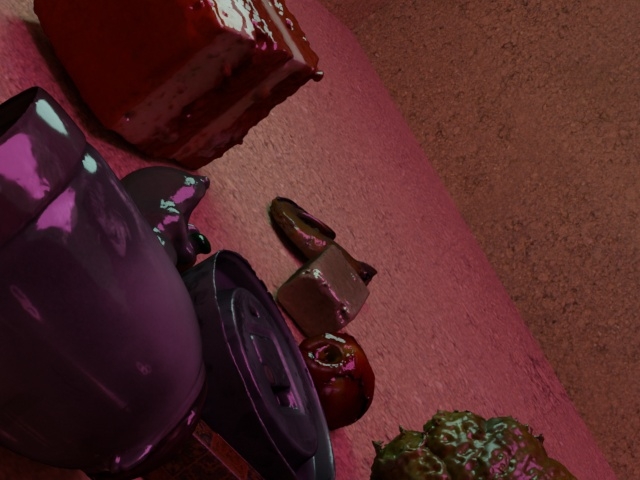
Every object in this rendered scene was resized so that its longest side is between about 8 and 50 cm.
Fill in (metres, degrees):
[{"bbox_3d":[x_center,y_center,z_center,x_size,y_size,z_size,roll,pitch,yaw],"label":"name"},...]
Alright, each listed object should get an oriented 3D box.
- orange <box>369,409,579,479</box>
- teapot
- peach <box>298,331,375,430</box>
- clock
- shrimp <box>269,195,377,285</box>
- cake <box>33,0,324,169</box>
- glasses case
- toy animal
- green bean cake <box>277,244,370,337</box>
[{"bbox_3d":[0.179,0.343,1.185,0.223,0.300,0.301,53,27,-75],"label":"orange"},{"bbox_3d":[-0.224,0.047,0.888,0.312,0.233,0.315,54,14,-22],"label":"teapot"},{"bbox_3d":[0.015,0.205,1.398,0.172,0.127,0.092,71,-9,-45],"label":"peach"},{"bbox_3d":[-0.074,0.161,1.183,0.313,0.061,0.312,62,9,-18],"label":"clock"},{"bbox_3d":[-0.001,0.001,1.819,0.253,0.058,0.173,34,17,-42],"label":"shrimp"},{"bbox_3d":[-0.205,-0.288,1.485,0.270,0.269,0.319,60,21,19],"label":"cake"},{"bbox_3d":[-0.107,0.246,1.033,0.218,0.075,0.049,48,15,-15],"label":"glasses case"},{"bbox_3d":[-0.211,0.011,1.191,0.251,0.127,0.125,-70,144,-58],"label":"toy animal"},{"bbox_3d":[0.008,0.083,1.619,0.109,0.085,0.179,53,16,-2],"label":"green bean cake"}]
